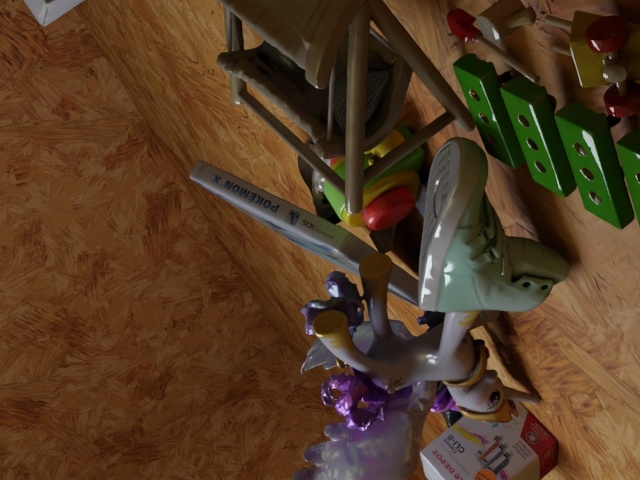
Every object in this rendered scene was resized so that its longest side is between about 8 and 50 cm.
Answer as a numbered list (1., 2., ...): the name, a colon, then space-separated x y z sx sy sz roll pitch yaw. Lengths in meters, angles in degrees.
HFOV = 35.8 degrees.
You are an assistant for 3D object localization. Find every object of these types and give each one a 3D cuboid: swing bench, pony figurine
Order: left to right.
1. swing bench: -0.004 -0.211 0.976 0.253 0.165 0.254 45 166 39
2. pony figurine: 0.109 0.177 1.372 0.363 0.351 0.303 64 -161 -48

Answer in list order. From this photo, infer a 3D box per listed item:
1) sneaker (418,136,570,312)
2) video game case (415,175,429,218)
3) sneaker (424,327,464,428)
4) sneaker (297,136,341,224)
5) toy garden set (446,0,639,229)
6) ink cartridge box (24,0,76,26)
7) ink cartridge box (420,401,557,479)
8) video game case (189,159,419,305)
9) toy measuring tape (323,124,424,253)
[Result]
1. sneaker: 0.183 -0.012 1.004 0.256 0.151 0.094 89 -176 -56
2. video game case: 0.165 -0.028 1.238 0.119 0.015 0.166 57 169 -15
3. sneaker: 0.201 0.218 1.643 0.130 0.109 0.286 53 169 41
4. sneaker: 0.014 -0.107 1.410 0.118 0.110 0.292 60 170 10
5. toy garden set: 0.193 -0.113 0.779 0.244 0.049 0.204 41 166 50
6. ink cartridge box: -0.278 -0.419 1.184 0.198 0.270 0.197 56 169 -15
7. ink cartridge box: 0.265 0.347 1.566 0.128 0.176 0.127 46 167 30
8. video game case: 0.000 0.000 1.491 0.300 0.036 0.329 27 176 35
9. toy measuring tape: 0.058 -0.046 1.283 0.121 0.121 0.330 50 162 17
